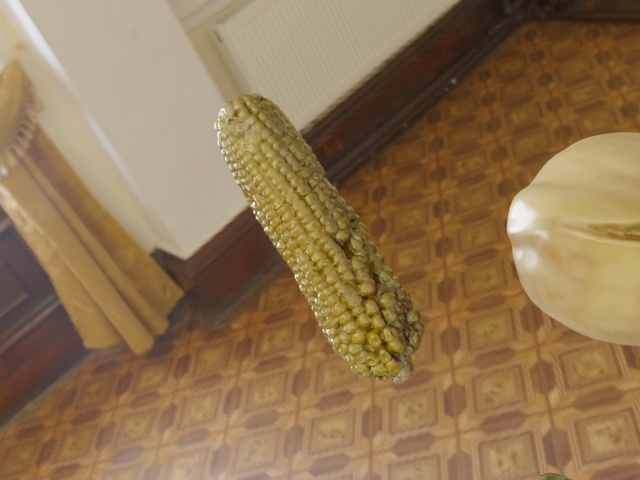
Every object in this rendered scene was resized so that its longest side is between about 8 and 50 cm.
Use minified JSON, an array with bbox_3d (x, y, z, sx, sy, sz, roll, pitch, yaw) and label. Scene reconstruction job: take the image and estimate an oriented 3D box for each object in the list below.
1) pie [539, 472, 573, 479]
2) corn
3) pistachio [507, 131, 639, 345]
[{"bbox_3d":[0.409,0.375,1.059,0.302,0.302,0.067,20,82,53],"label":"pie"},{"bbox_3d":[0.000,0.000,0.848,0.097,0.320,0.097,-32,2,1],"label":"corn"},{"bbox_3d":[0.361,0.004,0.918,0.321,0.229,0.238,13,3,4],"label":"pistachio"}]
